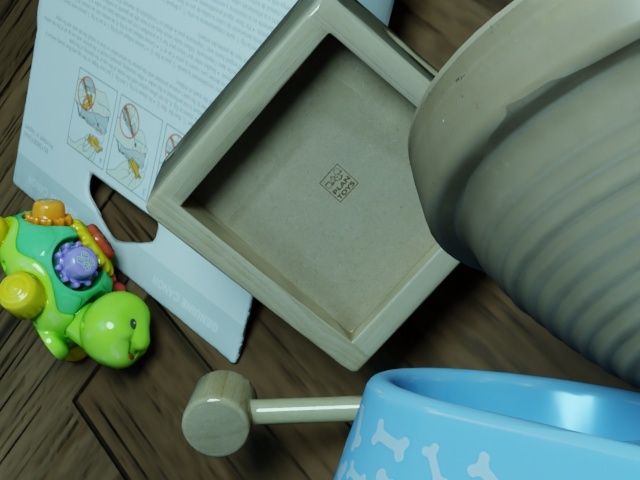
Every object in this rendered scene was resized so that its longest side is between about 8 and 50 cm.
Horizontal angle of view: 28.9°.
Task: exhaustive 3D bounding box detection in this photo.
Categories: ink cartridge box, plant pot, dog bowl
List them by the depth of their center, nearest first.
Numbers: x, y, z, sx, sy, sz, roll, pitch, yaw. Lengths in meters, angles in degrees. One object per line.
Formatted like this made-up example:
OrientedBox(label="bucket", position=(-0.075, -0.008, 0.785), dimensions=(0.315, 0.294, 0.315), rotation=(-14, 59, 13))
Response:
OrientedBox(label="plant pot", position=(0.155, -0.010, 0.409), dimensions=(0.237, 0.237, 0.109), rotation=(-24, 65, 30))
OrientedBox(label="dog bowl", position=(0.130, 0.099, 0.416), dimensions=(0.297, 0.166, 0.074), rotation=(8, 92, 43))
OrientedBox(label="ink cartridge box", position=(-0.084, -0.095, 0.750), dimensions=(0.275, 0.060, 0.238), rotation=(34, 120, 41))

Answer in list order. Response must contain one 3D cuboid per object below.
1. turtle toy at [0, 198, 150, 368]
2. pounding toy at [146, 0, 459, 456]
OrientedBox(label="turtle toy", position=(-0.148, 0.028, 0.737), dimensions=(0.066, 0.095, 0.130), rotation=(-34, 61, -4))
OrientedBox(label="pounding toy", position=(0.003, 0.010, 0.608), dimensions=(0.206, 0.181, 0.094), rotation=(-48, 13, 14))
